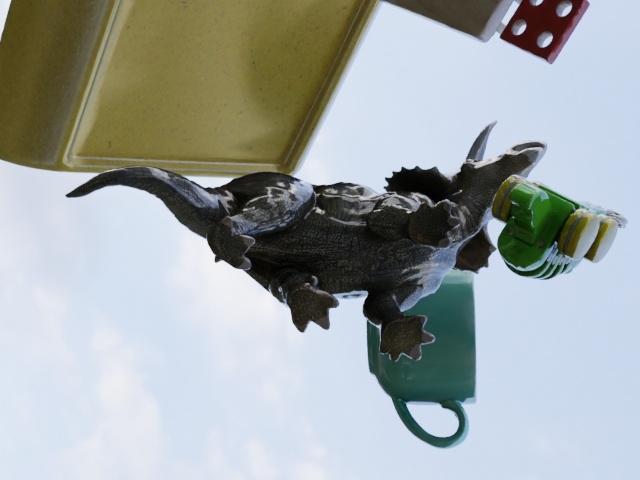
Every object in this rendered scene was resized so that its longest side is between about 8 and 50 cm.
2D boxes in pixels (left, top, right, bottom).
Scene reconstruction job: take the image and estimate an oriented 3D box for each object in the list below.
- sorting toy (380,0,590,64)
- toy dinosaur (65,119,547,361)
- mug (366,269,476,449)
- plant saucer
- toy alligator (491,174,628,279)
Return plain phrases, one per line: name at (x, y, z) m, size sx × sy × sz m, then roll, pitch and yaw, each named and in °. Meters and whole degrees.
sorting toy at (0.117, -0.204, 0.959) m, size 0.274 × 0.046 × 0.132 m, roll 32°, pitch -87°, yaw 46°
toy dinosaur at (0.000, 0.000, 0.885) m, size 0.160 × 0.313 × 0.121 m, roll -113°, pitch -160°, yaw -76°
mug at (0.091, 0.094, 1.247) m, size 0.097 × 0.158 × 0.129 m, roll -1°, pitch -50°, yaw 6°
plant saucer at (-0.098, -0.164, 1.188) m, size 0.333 × 0.332 × 0.081 m, roll -62°, pitch -141°, yaw 40°
toy alligator at (0.142, -0.001, 0.817) m, size 0.056 × 0.189 × 0.051 m, roll 30°, pitch -80°, yaw 25°
